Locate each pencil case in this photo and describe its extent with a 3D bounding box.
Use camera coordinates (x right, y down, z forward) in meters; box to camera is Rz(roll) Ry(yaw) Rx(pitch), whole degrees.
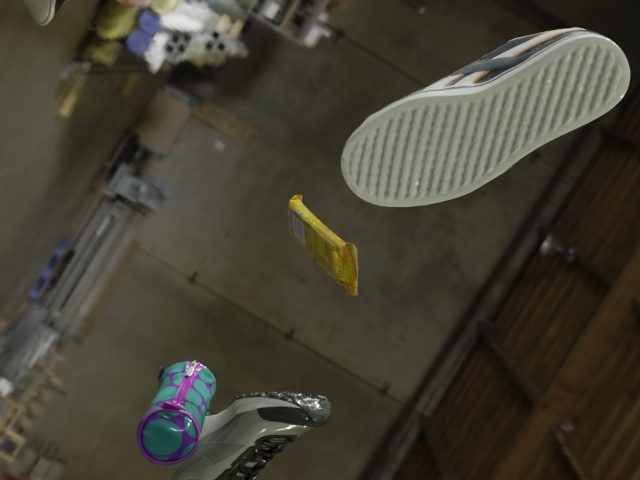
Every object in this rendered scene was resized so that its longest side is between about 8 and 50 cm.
[{"bbox_3d":[-0.146,0.173,1.176,0.151,0.064,0.070,-88,-168,-77],"label":"pencil case"}]

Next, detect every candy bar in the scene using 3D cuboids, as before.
[{"bbox_3d":[0.000,0.000,0.923,0.161,0.018,0.040,-135,-142,-66],"label":"candy bar"}]

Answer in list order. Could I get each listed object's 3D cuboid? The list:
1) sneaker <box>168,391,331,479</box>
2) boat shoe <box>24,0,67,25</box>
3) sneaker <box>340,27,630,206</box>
[{"bbox_3d":[-0.086,0.243,1.362,0.271,0.100,0.108,-27,-116,40],"label":"sneaker"},{"bbox_3d":[-0.270,-0.257,1.151,0.038,0.046,0.125,-39,177,-27],"label":"boat shoe"},{"bbox_3d":[0.177,-0.135,1.265,0.321,0.126,0.127,-21,-165,9],"label":"sneaker"}]
